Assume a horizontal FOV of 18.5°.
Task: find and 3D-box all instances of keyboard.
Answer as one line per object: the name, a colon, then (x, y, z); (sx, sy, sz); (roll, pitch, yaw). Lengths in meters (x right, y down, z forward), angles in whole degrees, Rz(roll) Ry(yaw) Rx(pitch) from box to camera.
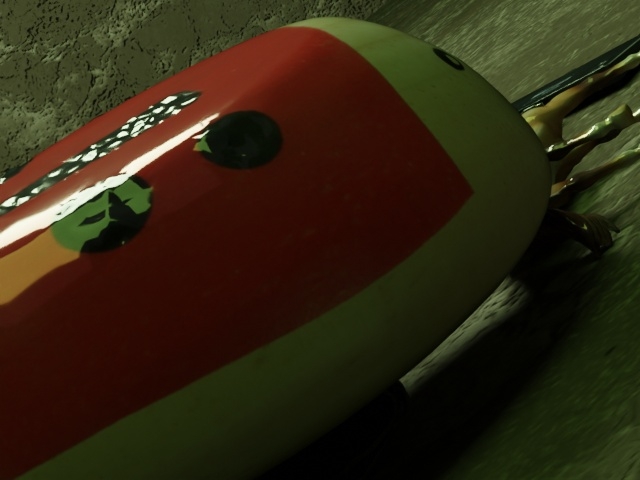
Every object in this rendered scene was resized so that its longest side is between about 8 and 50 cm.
keyboard: (0.177, -0.105, 1.541); (0.180, 0.023, 0.108); (-28, 7, 47)

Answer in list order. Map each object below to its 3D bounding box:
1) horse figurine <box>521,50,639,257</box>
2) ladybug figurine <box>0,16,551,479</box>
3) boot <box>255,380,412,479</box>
horse figurine: (0.141, -0.044, 1.242); (0.174, 0.066, 0.263); (-31, 10, 23)
ladybug figurine: (-0.080, 0.018, 1.057); (0.449, 0.162, 0.305); (-35, 21, -24)
boot: (-0.025, 0.104, 1.136); (0.229, 0.091, 0.263); (-16, 27, 53)
